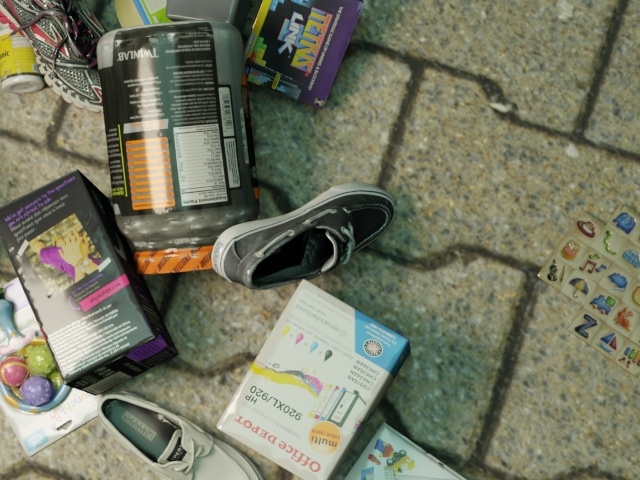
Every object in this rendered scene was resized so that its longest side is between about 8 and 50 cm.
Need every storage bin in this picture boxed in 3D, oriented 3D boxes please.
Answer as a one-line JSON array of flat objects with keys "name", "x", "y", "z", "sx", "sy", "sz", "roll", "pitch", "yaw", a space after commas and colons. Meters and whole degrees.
[{"name": "storage bin", "x": -0.163, "y": -0.356, "z": 1.943, "sx": 0.135, "sy": 0.098, "sz": 0.091, "roll": 10, "pitch": 88, "yaw": 15}]

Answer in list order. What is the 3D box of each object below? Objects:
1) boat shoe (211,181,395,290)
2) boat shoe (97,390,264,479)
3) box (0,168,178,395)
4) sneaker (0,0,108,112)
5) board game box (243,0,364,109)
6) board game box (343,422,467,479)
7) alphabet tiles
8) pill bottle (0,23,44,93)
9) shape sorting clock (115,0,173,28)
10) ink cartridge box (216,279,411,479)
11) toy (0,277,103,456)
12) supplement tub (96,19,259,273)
[{"name": "boat shoe", "x": 0.000, "y": 0.000, "z": 1.845, "sx": 0.301, "sy": 0.102, "sz": 0.108, "roll": -16, "pitch": 119, "yaw": -35}, {"name": "boat shoe", "x": -0.198, "y": 0.294, "z": 1.879, "sx": 0.267, "sy": 0.088, "sz": 0.096, "roll": 36, "pitch": 84, "yaw": 9}, {"name": "box", "x": -0.330, "y": 0.063, "z": 1.886, "sx": 0.143, "sy": 0.165, "sz": 0.270, "roll": -26, "pitch": 75, "yaw": 0}, {"name": "sneaker", "x": -0.377, "y": -0.308, "z": 1.955, "sx": 0.299, "sy": 0.112, "sz": 0.121, "roll": 44, "pitch": 58, "yaw": -7}, {"name": "board game box", "x": -0.032, "y": -0.295, "z": 1.952, "sx": 0.141, "sy": 0.048, "sz": 0.170, "roll": 20, "pitch": 101, "yaw": -6}, {"name": "board game box", "x": 0.080, "y": 0.432, "z": 1.852, "sx": 0.193, "sy": 0.053, "sz": 0.305, "roll": 35, "pitch": 84, "yaw": 10}, {"name": "alphabet tiles", "x": 0.441, "y": 0.070, "z": 1.914, "sx": 0.237, "sy": 0.009, "sz": 0.198, "roll": 35, "pitch": 84, "yaw": 10}, {"name": "pill bottle", "x": -0.453, "y": -0.284, "z": 2.013, "sx": 0.065, "sy": 0.065, "sz": 0.116, "roll": -9, "pitch": 79, "yaw": 2}, {"name": "shape sorting clock", "x": -0.209, "y": -0.372, "z": 2.023, "sx": 0.206, "sy": 0.040, "sz": 0.206, "roll": -3, "pitch": 75, "yaw": 12}, {"name": "ink cartridge box", "x": -0.006, "y": 0.202, "z": 1.841, "sx": 0.171, "sy": 0.168, "sz": 0.233, "roll": 30, "pitch": 84, "yaw": 8}, {"name": "toy", "x": -0.427, "y": 0.175, "z": 1.934, "sx": 0.137, "sy": 0.056, "sz": 0.237, "roll": -31, "pitch": 79, "yaw": -1}, {"name": "supplement tub", "x": -0.196, "y": -0.129, "z": 1.877, "sx": 0.207, "sy": 0.207, "sz": 0.338, "roll": -5, "pitch": 93, "yaw": 3}]
